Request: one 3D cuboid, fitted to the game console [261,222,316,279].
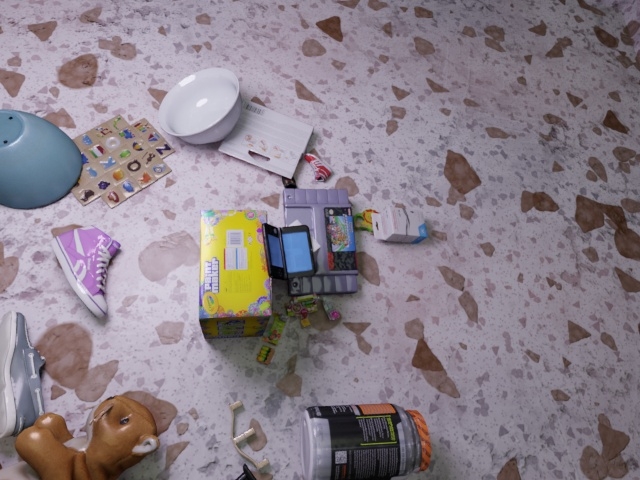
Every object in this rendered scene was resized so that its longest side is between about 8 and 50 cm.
[{"bbox_3d":[-0.081,0.024,1.082,0.085,0.124,0.143,-15,75,19],"label":"game console"}]

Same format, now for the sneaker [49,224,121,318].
[{"bbox_3d":[-0.635,0.073,1.197,0.161,0.102,0.282,-28,75,-25],"label":"sneaker"}]

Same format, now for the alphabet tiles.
[{"bbox_3d":[-0.674,-0.267,1.383,0.343,0.011,0.285,-41,81,-24],"label":"alphabet tiles"}]

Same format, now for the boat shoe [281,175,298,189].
[{"bbox_3d":[-0.104,-0.190,1.457,0.049,0.042,0.132,-10,68,-14],"label":"boat shoe"}]

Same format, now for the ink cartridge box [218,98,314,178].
[{"bbox_3d":[-0.189,-0.353,1.499,0.276,0.060,0.238,21,69,-3],"label":"ink cartridge box"}]

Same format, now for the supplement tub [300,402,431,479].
[{"bbox_3d":[0.113,0.534,1.107,0.317,0.193,0.193,2,67,-11],"label":"supplement tub"}]

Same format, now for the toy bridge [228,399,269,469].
[{"bbox_3d":[-0.207,0.527,1.133,0.063,0.026,0.188,-25,74,-20],"label":"toy bridge"}]

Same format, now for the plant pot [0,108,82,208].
[{"bbox_3d":[-0.888,-0.264,1.225,0.291,0.195,0.289,3,67,-7],"label":"plant pot"}]

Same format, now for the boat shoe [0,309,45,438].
[{"bbox_3d":[-0.768,0.333,1.076,0.099,0.116,0.319,18,45,-53],"label":"boat shoe"}]

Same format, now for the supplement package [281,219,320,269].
[{"bbox_3d":[-0.077,0.032,1.215,0.105,0.179,0.105,-40,82,-13],"label":"supplement package"}]

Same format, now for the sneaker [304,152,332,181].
[{"bbox_3d":[-0.021,-0.259,1.503,0.119,0.042,0.067,36,61,2],"label":"sneaker"}]

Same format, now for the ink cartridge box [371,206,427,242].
[{"bbox_3d":[0.272,-0.054,1.448,0.180,0.060,0.104,4,66,-25],"label":"ink cartridge box"}]

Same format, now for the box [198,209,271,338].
[{"bbox_3d":[-0.239,0.104,1.169,0.177,0.279,0.289,-1,67,-12],"label":"box"}]

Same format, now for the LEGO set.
[{"bbox_3d":[-0.082,0.238,1.240,0.287,0.107,0.132,-30,76,-22],"label":"LEGO set"}]

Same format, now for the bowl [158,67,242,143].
[{"bbox_3d":[-0.380,-0.429,1.421,0.298,0.134,0.297,-9,60,15],"label":"bowl"}]

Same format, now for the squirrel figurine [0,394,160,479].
[{"bbox_3d":[-0.530,0.566,0.949,0.371,0.281,0.396,-26,85,-32],"label":"squirrel figurine"}]

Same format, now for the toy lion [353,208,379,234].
[{"bbox_3d":[0.164,-0.072,1.472,0.100,0.034,0.095,10,58,-7],"label":"toy lion"}]

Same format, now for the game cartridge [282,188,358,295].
[{"bbox_3d":[0.000,0.000,1.367,0.231,0.068,0.354,-2,75,-9],"label":"game cartridge"}]

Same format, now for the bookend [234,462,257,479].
[{"bbox_3d":[-0.203,0.678,1.043,0.156,0.072,0.157,-35,77,-23],"label":"bookend"}]
